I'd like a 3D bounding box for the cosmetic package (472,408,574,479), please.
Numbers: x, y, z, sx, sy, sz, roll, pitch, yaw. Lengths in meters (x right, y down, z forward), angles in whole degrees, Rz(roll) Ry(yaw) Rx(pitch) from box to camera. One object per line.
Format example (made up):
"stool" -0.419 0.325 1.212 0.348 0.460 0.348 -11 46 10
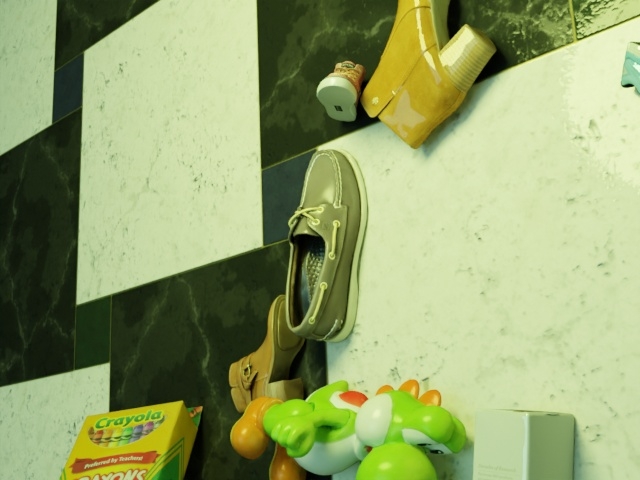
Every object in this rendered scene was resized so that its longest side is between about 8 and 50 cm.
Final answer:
"cosmetic package" 0.250 0.327 1.087 0.085 0.117 0.231 -7 75 43

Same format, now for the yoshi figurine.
"yoshi figurine" 0.036 0.318 1.268 0.362 0.203 0.203 -13 87 40

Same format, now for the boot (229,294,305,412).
"boot" -0.100 0.200 1.504 0.152 0.073 0.197 -19 65 46

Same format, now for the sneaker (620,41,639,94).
"sneaker" 0.434 -0.184 1.072 0.162 0.063 0.073 48 132 45

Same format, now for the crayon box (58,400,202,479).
"crayon box" -0.339 0.394 1.529 0.202 0.081 0.318 -12 32 14

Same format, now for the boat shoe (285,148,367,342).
"boat shoe" 0.000 0.000 1.427 0.116 0.096 0.325 -5 77 45

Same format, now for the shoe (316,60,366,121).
"shoe" 0.035 -0.255 1.414 0.063 0.178 0.081 9 83 8

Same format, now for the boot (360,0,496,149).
"boot" 0.125 -0.303 1.367 0.211 0.104 0.295 -47 56 27
